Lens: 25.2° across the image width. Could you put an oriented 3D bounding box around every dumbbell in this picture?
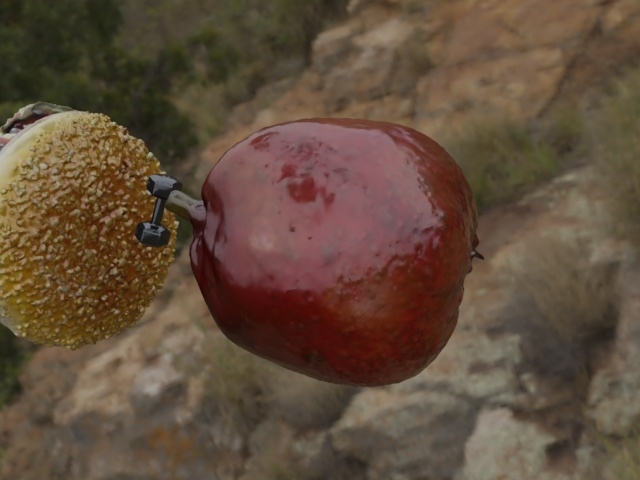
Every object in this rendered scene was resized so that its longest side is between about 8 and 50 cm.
[{"bbox_3d":[-0.184,-0.034,1.624,0.040,0.083,0.036,15,19,-3],"label":"dumbbell"}]

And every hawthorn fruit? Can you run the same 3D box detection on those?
[{"bbox_3d":[0.000,0.000,1.383,0.307,0.265,0.265,19,36,-4],"label":"hawthorn fruit"}]

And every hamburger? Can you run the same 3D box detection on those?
[{"bbox_3d":[-0.307,-0.012,1.719,0.302,0.302,0.170,-40,27,-29],"label":"hamburger"}]
